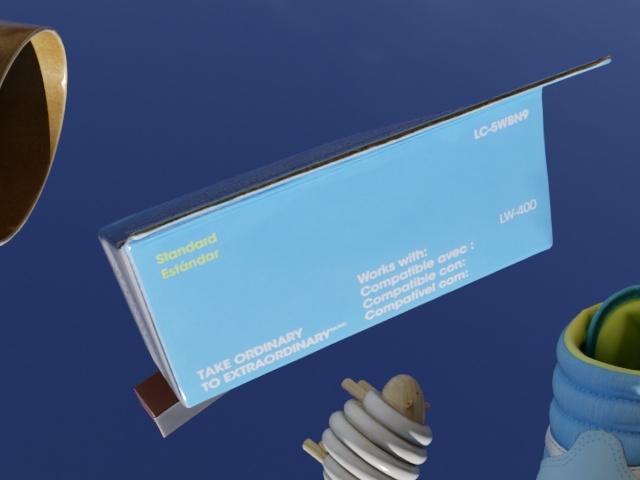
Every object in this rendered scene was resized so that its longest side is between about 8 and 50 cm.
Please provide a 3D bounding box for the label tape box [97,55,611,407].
[{"bbox_3d":[0.000,0.000,0.539,0.240,0.333,0.106,-22,-83,-14],"label":"label tape box"}]

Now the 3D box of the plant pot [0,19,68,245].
[{"bbox_3d":[-0.429,-0.143,0.920,0.254,0.237,0.237,17,-135,-2],"label":"plant pot"}]

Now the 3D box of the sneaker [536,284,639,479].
[{"bbox_3d":[0.253,0.138,0.625,0.127,0.208,0.319,9,180,35],"label":"sneaker"}]

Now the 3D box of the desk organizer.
[{"bbox_3d":[-0.140,0.156,0.993,0.130,0.047,0.050,-34,-125,-19],"label":"desk organizer"}]

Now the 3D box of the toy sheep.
[{"bbox_3d":[0.039,0.165,0.698,0.091,0.132,0.091,31,-175,-3],"label":"toy sheep"}]
